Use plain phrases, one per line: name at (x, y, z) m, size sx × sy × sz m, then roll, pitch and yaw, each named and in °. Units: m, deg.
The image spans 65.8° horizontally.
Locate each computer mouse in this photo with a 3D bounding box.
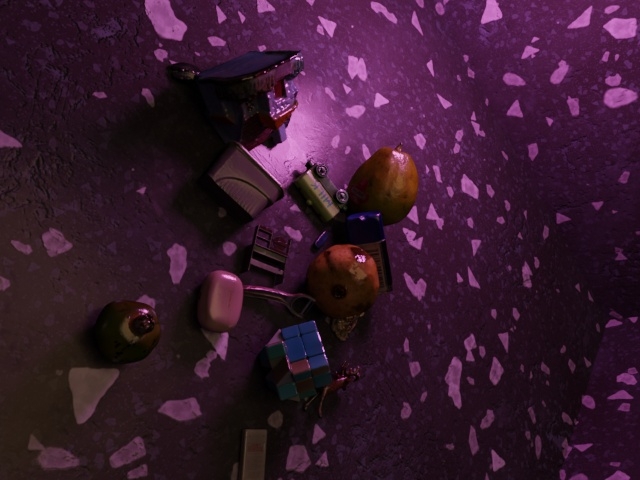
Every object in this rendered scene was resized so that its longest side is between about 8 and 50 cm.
computer mouse at (-0.464, -0.591, 1.756) m, size 0.135 × 0.047 × 0.079 m, roll 9°, pitch 70°, yaw -36°

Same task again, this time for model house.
model house at (-0.231, -0.474, 1.795) m, size 0.360 × 0.297 × 0.339 m, roll -44°, pitch 136°, yaw -40°

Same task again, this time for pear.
pear at (0.269, -0.231, 2.062) m, size 0.287 × 0.287 × 0.375 m, roll 12°, pitch 103°, yaw -37°

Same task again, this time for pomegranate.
pomegranate at (-0.512, 0.239, 1.337) m, size 0.180 × 0.210 × 0.180 m, roll 17°, pitch 61°, yaw -35°
pomegranate at (0.088, 0.150, 1.829) m, size 0.281 × 0.281 × 0.281 m, roll 14°, pitch 68°, yaw -36°

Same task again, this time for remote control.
remote control at (-0.214, 0.696, 1.560) m, size 0.087 × 0.029 × 0.190 m, roll 15°, pitch 67°, yaw -36°

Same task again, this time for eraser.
eraser at (0.192, 0.054, 1.969) m, size 0.101 × 0.155 × 0.332 m, roll -69°, pitch 149°, yaw -72°

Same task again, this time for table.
table at (-0.192, 0.053, 1.764) m, size 0.146 × 0.062 × 0.175 m, roll 25°, pitch 62°, yaw -32°

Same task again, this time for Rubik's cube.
Rubik's cube at (-0.091, 0.392, 1.633) m, size 0.213 × 0.224 × 0.265 m, roll -16°, pitch 47°, yaw -5°

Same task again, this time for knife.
knife at (-0.167, 0.205, 1.740) m, size 0.278 × 0.123 × 0.053 m, roll 19°, pitch 32°, yaw -23°

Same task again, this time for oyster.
oyster at (0.104, 0.307, 1.940) m, size 0.108 × 0.053 × 0.165 m, roll 42°, pitch 60°, yaw -10°

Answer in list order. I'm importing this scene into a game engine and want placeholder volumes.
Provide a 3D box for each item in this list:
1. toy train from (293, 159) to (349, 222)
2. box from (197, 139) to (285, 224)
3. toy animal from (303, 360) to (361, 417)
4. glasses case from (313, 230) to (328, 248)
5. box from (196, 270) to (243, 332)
toy train at (-0.001, -0.194, 1.991) m, size 0.157 × 0.105 × 0.253 m, roll -44°, pitch 106°, yaw -25°
box at (-0.278, -0.190, 1.735) m, size 0.274 × 0.138 × 0.178 m, roll 44°, pitch 58°, yaw -17°
toy animal at (0.020, 0.502, 1.784) m, size 0.243 × 0.087 × 0.260 m, roll 50°, pitch 54°, yaw -18°
glasses case at (0.000, 0.000, 1.969) m, size 0.033 × 0.023 × 0.083 m, roll 54°, pitch 51°, yaw -19°
box at (-0.322, 0.196, 1.591) m, size 0.146 × 0.088 × 0.200 m, roll 21°, pitch 65°, yaw -35°
